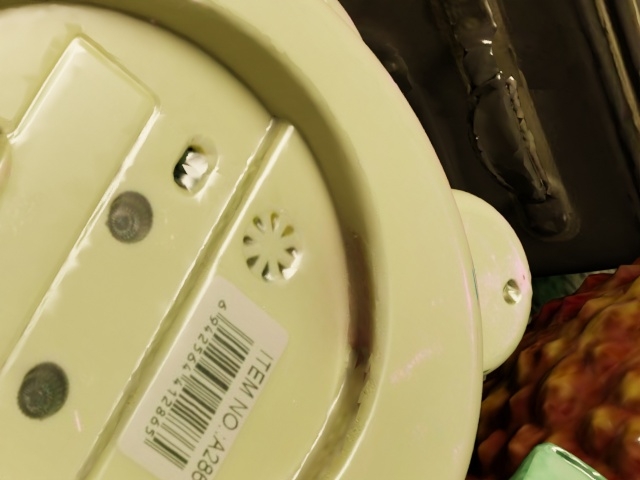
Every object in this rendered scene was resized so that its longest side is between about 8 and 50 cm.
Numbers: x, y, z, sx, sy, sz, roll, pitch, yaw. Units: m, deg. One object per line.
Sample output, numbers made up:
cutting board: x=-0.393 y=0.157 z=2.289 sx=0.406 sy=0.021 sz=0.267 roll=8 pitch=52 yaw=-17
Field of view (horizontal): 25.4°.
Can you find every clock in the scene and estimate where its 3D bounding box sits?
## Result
clock: x=-0.075 y=0.020 z=0.471 sx=0.309 sy=0.114 sz=0.284 roll=41 pitch=65 yaw=-31

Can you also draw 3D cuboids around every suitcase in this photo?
suitcase: x=0.142 y=-0.187 z=0.791 sx=0.283 sy=0.194 sz=0.434 roll=63 pitch=33 yaw=-35

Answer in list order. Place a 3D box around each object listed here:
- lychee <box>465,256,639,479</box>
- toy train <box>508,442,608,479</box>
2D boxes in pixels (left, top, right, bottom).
lychee: x=0.153 y=0.131 z=0.589 sx=0.236 sy=0.236 sz=0.271 roll=44 pitch=71 yaw=-10
toy train: x=0.091 y=0.214 z=0.403 sx=0.266 sy=0.202 sz=0.145 roll=37 pitch=34 yaw=7
